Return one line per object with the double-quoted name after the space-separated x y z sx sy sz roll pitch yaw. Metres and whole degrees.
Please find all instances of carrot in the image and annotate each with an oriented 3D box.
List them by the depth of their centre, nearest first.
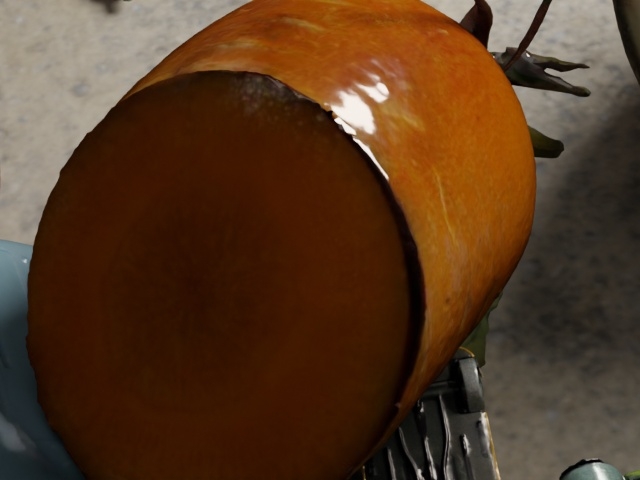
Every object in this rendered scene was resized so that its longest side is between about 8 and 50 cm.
0.002 -0.028 0.883 0.193 0.214 0.331 9 21 21 "carrot"

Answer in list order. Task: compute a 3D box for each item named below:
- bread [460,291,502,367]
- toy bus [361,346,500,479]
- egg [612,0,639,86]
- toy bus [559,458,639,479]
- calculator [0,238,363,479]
0.000 0.000 1.045 0.128 0.088 0.232 -38 63 -16 "bread"
0.058 0.134 0.914 0.070 0.074 0.162 -10 54 1 "toy bus"
0.358 -0.203 1.042 0.354 0.354 0.340 12 28 16 "egg"
0.187 0.153 0.872 0.175 0.101 0.088 -13 46 0 "toy bus"
-0.101 0.076 0.891 0.303 0.042 0.188 20 30 -40 "calculator"
